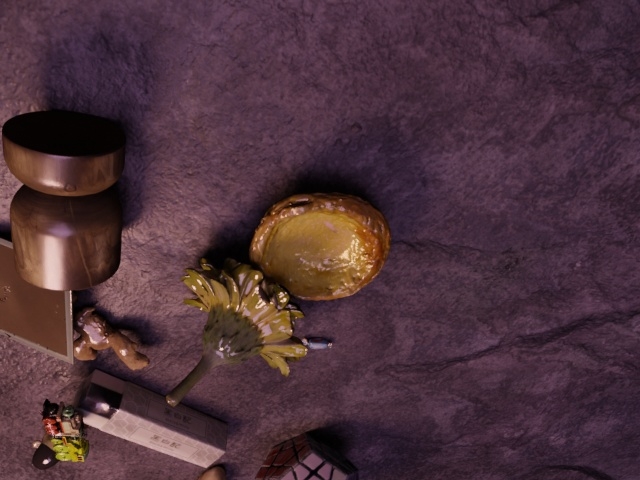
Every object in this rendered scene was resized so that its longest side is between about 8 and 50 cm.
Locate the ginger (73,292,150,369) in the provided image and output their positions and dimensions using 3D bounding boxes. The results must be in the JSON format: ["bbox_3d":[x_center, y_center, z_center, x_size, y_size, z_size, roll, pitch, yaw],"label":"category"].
[{"bbox_3d":[-0.512,0.225,1.092,0.149,0.065,0.258,-35,119,21],"label":"ginger"}]

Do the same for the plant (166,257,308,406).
[{"bbox_3d":[-0.172,0.169,0.973,0.306,0.297,0.261,41,116,3],"label":"plant"}]

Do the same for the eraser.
[{"bbox_3d":[-0.428,0.468,1.251,0.404,0.096,0.098,36,113,-29],"label":"eraser"}]

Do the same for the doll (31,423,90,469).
[{"bbox_3d":[-0.677,0.519,1.256,0.179,0.089,0.102,-44,123,-8],"label":"doll"}]

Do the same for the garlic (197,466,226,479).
[{"bbox_3d":[-0.346,0.763,1.457,0.099,0.124,0.174,25,90,-7],"label":"garlic"}]

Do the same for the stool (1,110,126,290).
[{"bbox_3d":[-0.438,-0.067,0.839,0.179,0.179,0.264,8,122,-15],"label":"stool"}]

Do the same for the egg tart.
[{"bbox_3d":[0.000,0.000,0.995,0.294,0.123,0.294,-4,128,-5],"label":"egg tart"}]

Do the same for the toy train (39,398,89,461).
[{"bbox_3d":[-0.593,0.447,1.131,0.085,0.053,0.250,6,134,-11],"label":"toy train"}]

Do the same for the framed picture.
[{"bbox_3d":[-0.598,0.119,0.991,0.216,0.016,0.273,20,121,5],"label":"framed picture"}]

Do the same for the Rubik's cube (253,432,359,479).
[{"bbox_3d":[-0.038,0.726,1.387,0.264,0.319,0.319,0,129,-43],"label":"Rubik's cube"}]

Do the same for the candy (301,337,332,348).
[{"bbox_3d":[-0.009,0.260,1.227,0.083,0.020,0.030,6,124,-14],"label":"candy"}]
